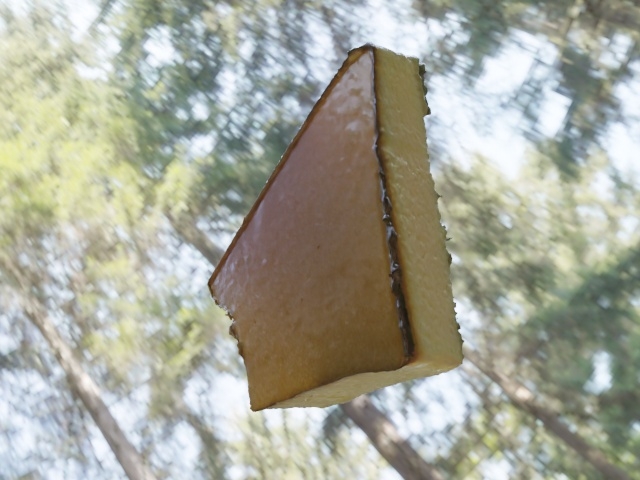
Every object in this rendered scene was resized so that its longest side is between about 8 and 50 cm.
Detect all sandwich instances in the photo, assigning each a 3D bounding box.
[{"bbox_3d":[0.000,0.000,0.911,0.058,0.162,0.193,12,-115,-44],"label":"sandwich"}]
